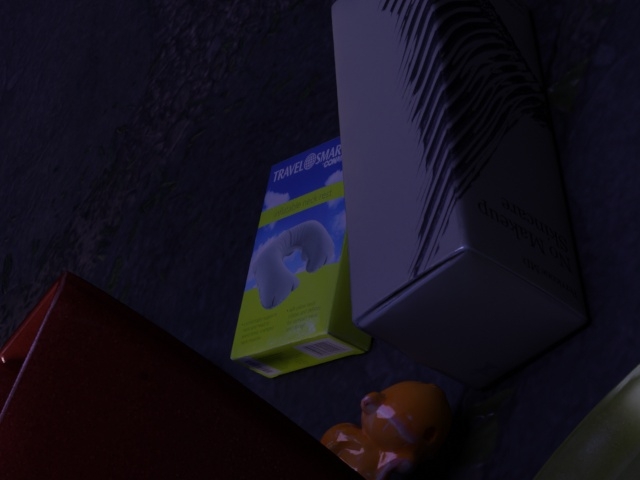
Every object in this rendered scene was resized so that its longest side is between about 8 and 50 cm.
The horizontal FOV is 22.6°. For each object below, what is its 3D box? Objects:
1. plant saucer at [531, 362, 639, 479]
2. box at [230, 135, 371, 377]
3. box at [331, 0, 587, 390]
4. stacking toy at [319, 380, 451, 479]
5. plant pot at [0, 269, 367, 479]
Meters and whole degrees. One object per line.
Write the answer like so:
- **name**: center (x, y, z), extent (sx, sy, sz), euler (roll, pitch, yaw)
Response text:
- **plant saucer**: center (0.167, 0.094, 0.722), extent (0.241, 0.037, 0.241), euler (-46, 2, 2)
- **box**: center (0.000, 0.000, 1.120), extent (0.109, 0.042, 0.178), euler (-20, 51, 47)
- **box**: center (0.079, -0.055, 0.986), extent (0.094, 0.113, 0.275), euler (-37, 41, 32)
- **stacking toy**: center (-0.038, 0.191, 0.947), extent (0.302, 0.175, 0.166), euler (-46, 32, 3)
- **plant pot**: center (-0.084, 0.200, 0.750), extent (0.267, 0.236, 0.267), euler (-69, 11, -17)
